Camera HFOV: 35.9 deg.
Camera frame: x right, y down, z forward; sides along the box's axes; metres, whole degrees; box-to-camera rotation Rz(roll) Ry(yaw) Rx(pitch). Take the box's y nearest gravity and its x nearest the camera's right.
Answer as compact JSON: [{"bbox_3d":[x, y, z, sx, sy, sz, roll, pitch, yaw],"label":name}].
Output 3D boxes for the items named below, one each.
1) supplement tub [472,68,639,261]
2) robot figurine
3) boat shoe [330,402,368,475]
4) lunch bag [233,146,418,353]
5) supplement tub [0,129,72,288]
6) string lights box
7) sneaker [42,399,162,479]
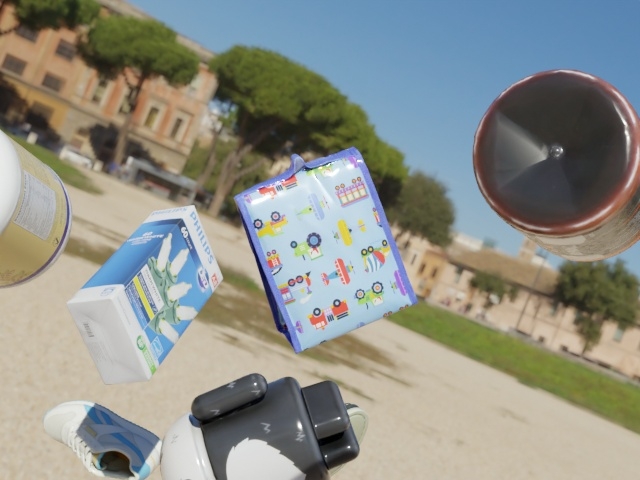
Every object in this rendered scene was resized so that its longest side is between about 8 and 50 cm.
[{"bbox_3d":[0.176,-0.041,0.675,0.106,0.106,0.198,22,1,25],"label":"supplement tub"},{"bbox_3d":[-0.089,0.299,1.402,0.278,0.209,0.173,-19,-7,-3],"label":"robot figurine"},{"bbox_3d":[-0.040,0.405,1.821,0.127,0.340,0.113,10,32,-40],"label":"boat shoe"},{"bbox_3d":[0.000,0.000,1.616,0.221,0.293,0.138,-22,18,-11],"label":"lunch bag"},{"bbox_3d":[-0.560,-0.064,1.572,0.241,0.241,0.331,22,-9,12],"label":"supplement tub"},{"bbox_3d":[-0.238,0.070,1.385,0.077,0.133,0.260,-8,27,24],"label":"string lights box"},{"bbox_3d":[-0.387,0.347,1.705,0.228,0.087,0.092,16,24,16],"label":"sneaker"}]
